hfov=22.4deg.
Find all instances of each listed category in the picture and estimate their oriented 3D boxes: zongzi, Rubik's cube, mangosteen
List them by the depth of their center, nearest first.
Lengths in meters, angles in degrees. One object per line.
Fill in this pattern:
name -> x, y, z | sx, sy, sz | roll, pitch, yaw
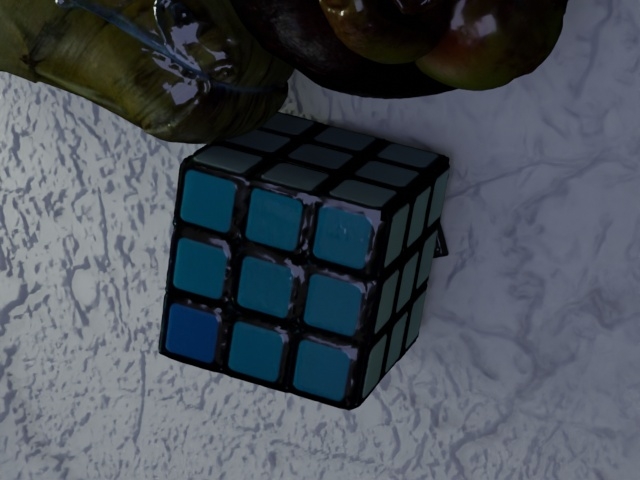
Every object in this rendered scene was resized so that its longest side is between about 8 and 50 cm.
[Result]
mangosteen -> 0.046, -0.213, 1.048 | 0.233, 0.287, 0.287 | -8, 105, 27
Rubik's cube -> -0.010, 0.010, 1.200 | 0.161, 0.163, 0.162 | 15, 113, 16
zongzi -> -0.211, -0.145, 1.216 | 0.360, 0.160, 0.323 | -43, 73, 27

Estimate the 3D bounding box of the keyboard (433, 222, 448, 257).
keyboard -> 0.000, 0.000, 1.288 | 0.202, 0.011, 0.067 | -11, 102, 23
